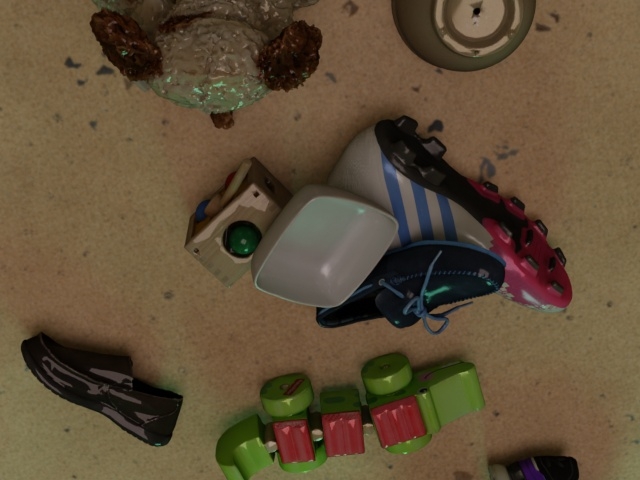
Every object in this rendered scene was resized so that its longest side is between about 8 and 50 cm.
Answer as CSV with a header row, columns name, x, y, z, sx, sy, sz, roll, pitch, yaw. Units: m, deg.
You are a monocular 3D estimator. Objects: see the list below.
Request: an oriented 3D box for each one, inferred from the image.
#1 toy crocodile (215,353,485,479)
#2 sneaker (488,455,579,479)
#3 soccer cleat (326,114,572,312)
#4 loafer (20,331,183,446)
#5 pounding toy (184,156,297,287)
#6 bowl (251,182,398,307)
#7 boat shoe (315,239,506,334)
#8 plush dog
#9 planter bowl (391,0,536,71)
name,x,y,z,sx,sy,sz,roll,pitch,yaw
toy crocodile,0.036,0.225,1.374,0.340,0.105,0.115,-12,110,1
sneaker,0.328,0.409,1.458,0.146,0.102,0.293,-19,109,3
soccer cleat,0.150,-0.011,1.309,0.331,0.116,0.143,39,125,-17
loafer,-0.263,0.168,1.360,0.220,0.080,0.078,34,95,-19
pounding toy,-0.093,-0.033,1.256,0.130,0.141,0.100,-43,106,11
bowl,0.000,0.000,1.214,0.142,0.053,0.142,18,118,-39
boat shoe,0.101,0.065,1.263,0.109,0.089,0.258,35,149,-29
plush dog,-0.117,-0.197,1.152,0.262,0.225,0.210,-1,109,-3
planter bowl,0.164,-0.257,1.209,0.162,0.109,0.162,-1,110,-3
